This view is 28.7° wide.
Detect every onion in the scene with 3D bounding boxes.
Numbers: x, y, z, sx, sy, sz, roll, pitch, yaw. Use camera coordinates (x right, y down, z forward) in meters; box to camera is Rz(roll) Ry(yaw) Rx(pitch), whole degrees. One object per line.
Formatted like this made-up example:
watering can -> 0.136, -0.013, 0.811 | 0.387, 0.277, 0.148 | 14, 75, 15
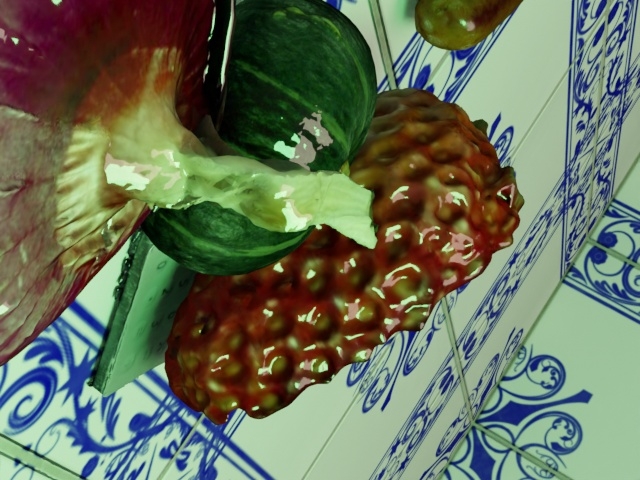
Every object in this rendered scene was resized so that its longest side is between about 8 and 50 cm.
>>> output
onion -> -0.163, -0.070, 0.456 | 0.230, 0.272, 0.256 | -42, 122, -61

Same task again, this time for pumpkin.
pumpkin -> -0.049, -0.076, 0.872 | 0.211, 0.152, 0.211 | 21, 90, -87

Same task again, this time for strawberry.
strawberry -> 0.000, 0.000, 1.027 | 0.336, 0.149, 0.265 | -39, -162, -18

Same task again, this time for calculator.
calculator -> -0.099, 0.032, 1.092 | 0.262, 0.021, 0.161 | -26, 142, -58

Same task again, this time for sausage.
sausage -> 0.185, -0.279, 1.268 | 0.302, 0.076, 0.103 | -49, 167, -32
